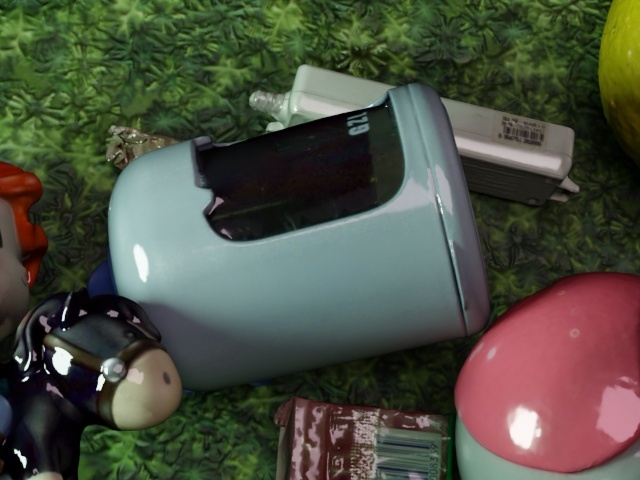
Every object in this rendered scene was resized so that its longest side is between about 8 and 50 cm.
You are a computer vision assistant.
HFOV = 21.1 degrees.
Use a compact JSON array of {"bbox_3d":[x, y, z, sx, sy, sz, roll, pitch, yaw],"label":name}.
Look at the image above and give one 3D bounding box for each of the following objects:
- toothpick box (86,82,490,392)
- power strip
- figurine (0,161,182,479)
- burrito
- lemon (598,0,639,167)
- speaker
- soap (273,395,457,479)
[{"bbox_3d":[-0.038,0.018,1.571,0.355,0.263,0.263,-13,74,2],"label":"toothpick box"},{"bbox_3d":[0.095,-0.104,1.712,0.338,0.098,0.058,13,70,-5],"label":"power strip"},{"bbox_3d":[-0.303,0.097,1.467,0.412,0.241,0.306,38,90,30],"label":"figurine"},{"bbox_3d":[-0.140,-0.075,1.696,0.149,0.041,0.055,18,83,-7],"label":"burrito"},{"bbox_3d":[0.407,-0.195,1.704,0.268,0.268,0.321,18,76,-3],"label":"lemon"},{"bbox_3d":[0.252,0.168,1.543,0.294,0.294,0.294,3,71,-8],"label":"speaker"},{"bbox_3d":[0.040,0.278,1.577,0.218,0.098,0.273,6,71,-7],"label":"soap"}]
